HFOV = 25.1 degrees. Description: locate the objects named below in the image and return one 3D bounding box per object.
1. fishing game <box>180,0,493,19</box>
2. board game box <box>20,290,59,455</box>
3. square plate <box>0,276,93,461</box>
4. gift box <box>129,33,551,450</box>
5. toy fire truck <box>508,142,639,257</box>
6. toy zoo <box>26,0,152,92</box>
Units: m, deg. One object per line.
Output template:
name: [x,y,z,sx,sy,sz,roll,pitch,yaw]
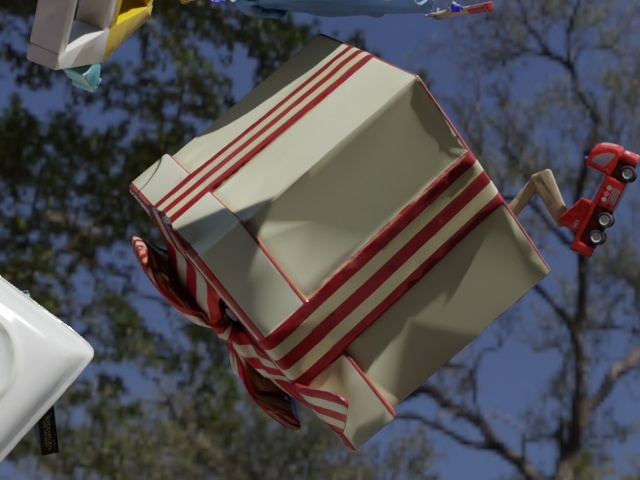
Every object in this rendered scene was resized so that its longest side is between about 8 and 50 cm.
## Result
fishing game: [0.012,-0.223,1.298,0.264,0.041,0.189,1,4,-16]
board game box: [-0.382,0.177,1.927,0.026,0.126,0.186,-10,-57,-18]
square plate: [-0.460,0.128,1.405,0.344,0.347,0.049,38,-21,4]
gift box: [0.000,0.000,1.189,0.255,0.258,0.276,51,-4,-21]
toy fire truck: [0.300,-0.045,1.787,0.135,0.192,0.047,26,7,13]
toy zoo: [-0.168,-0.259,1.185,0.030,0.192,0.293,22,-63,8]
